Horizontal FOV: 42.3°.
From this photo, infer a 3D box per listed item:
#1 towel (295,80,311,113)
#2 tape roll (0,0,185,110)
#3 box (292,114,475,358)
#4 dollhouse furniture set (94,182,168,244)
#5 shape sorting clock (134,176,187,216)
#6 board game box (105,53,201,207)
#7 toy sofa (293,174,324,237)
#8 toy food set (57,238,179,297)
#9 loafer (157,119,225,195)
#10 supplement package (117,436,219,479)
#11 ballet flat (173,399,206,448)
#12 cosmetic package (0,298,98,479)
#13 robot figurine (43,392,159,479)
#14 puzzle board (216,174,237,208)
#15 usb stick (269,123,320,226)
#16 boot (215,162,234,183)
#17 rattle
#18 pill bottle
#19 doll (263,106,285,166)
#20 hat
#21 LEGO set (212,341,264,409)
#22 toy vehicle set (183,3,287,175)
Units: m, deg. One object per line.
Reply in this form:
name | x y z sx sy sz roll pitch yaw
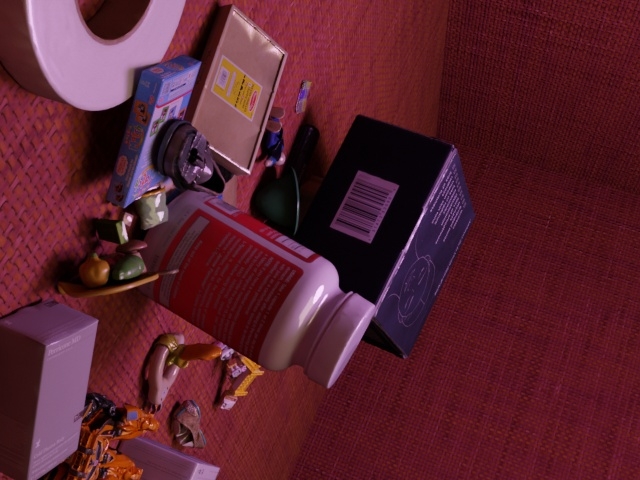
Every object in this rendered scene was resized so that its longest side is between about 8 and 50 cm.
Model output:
towel | -0.043 -0.363 2.095 0.060 0.009 0.083 -29 135 -69
tape roll | -0.283 -0.364 1.065 0.392 0.072 0.392 18 90 -75
box | 0.170 0.005 2.206 0.480 0.297 0.472 -63 155 -11
dollhouse furniture set | -0.294 -0.044 1.364 0.151 0.058 0.076 -30 120 -46
shape sorting clock | -0.268 -0.127 1.479 0.206 0.040 0.206 18 90 -76
board game box | -0.255 -0.171 1.273 0.160 0.039 0.212 -60 172 -66
toy sofa | 0.000 0.000 2.427 0.177 0.150 0.363 -41 146 -62
toy food set | -0.332 0.040 1.332 0.218 0.128 0.071 -24 107 -72
loafer | -0.202 -0.128 1.360 0.267 0.084 0.096 105 9 -83
supplement package | -0.362 0.576 1.719 0.175 0.177 0.293 66 45 -70
ballet flat | -0.321 0.452 1.987 0.067 0.073 0.206 -32 144 -25
cosmetic package | -0.418 0.220 1.224 0.127 0.107 0.238 -34 143 -63
robot figurine | -0.402 0.384 1.518 0.291 0.085 0.211 34 74 -75
puzzle board | -0.210 -0.088 1.808 0.096 0.011 0.128 -54 157 -47
usb stick | -0.068 -0.171 2.166 0.077 0.045 0.278 40 70 -73
boot | -0.163 -0.232 1.653 0.161 0.083 0.247 -25 127 -72
rattle | -0.293 0.302 1.737 0.130 0.142 0.200 -160 -98 -86
pill bottle | -0.116 0.092 1.517 0.229 0.407 0.229 -56 168 -19
doll | -0.108 -0.230 1.941 0.189 0.046 0.129 91 12 -66
hat | -0.153 -0.091 2.004 0.208 0.183 0.173 -166 -106 -78
LEGO set | -0.224 0.317 2.156 0.132 0.107 0.287 -23 146 -24
toy vehicle set | -0.157 -0.273 1.513 0.166 0.035 0.267 35 64 -45
